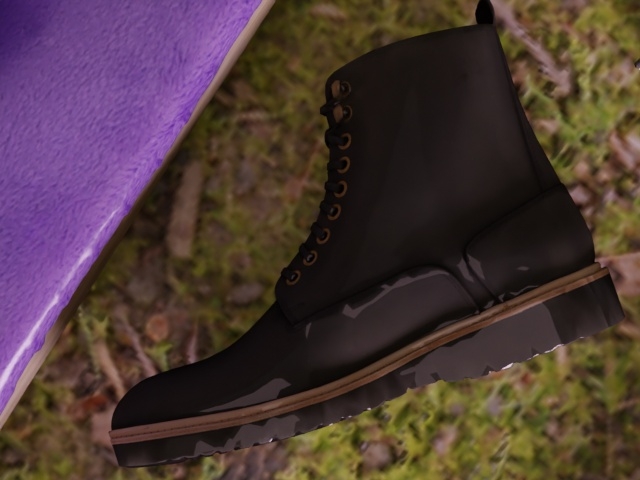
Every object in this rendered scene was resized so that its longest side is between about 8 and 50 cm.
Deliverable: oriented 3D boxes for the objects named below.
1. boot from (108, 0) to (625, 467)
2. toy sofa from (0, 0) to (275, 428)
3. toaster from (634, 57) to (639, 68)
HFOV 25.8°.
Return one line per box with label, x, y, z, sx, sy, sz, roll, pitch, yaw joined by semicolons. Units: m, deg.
boot;0.000;0.000;0.538;0.198;0.077;0.137;-19;85;-8
toy sofa;-0.159;-0.008;0.492;0.150;0.177;0.362;33;93;3
toaster;0.209;-0.135;0.474;0.227;0.146;0.129;-29;88;5
